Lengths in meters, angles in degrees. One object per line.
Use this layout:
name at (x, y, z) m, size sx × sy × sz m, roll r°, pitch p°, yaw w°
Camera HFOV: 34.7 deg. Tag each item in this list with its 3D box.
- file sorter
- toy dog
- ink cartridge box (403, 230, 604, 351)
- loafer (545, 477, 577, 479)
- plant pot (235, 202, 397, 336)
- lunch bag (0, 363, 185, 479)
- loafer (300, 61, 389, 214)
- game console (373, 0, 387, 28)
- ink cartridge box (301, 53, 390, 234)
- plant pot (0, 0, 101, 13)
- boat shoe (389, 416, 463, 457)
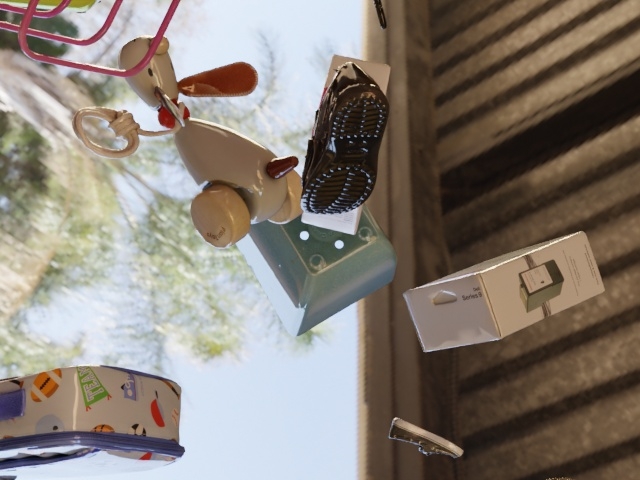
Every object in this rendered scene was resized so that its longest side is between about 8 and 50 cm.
file sorter at (-0.293, -0.315, 1.030) m, size 0.290 × 0.202 × 0.182 m, roll 37°, pitch -74°, yaw 23°
toy dog at (-0.139, -0.147, 1.358) m, size 0.161 × 0.333 × 0.220 m, roll -42°, pitch -167°, yaw 44°
ink cartridge box at (0.327, 0.093, 1.837) m, size 0.289 × 0.122 × 0.211 m, roll -18°, pitch 178°, yaw -36°
loafer at (0.241, 0.376, 1.341) m, size 0.251 × 0.094 × 0.087 m, roll -32°, pitch -170°, yaw 14°
plant pot at (0.000, 0.000, 1.931) m, size 0.247 × 0.248 × 0.252 m, roll -29°, pitch 171°, yaw -13°
lunch bag at (-0.328, 0.219, 1.189) m, size 0.303 × 0.243 × 0.115 m, roll -14°, pitch -109°, yaw 26°
loafer at (0.027, -0.110, 1.140) m, size 0.220 × 0.080 × 0.078 m, roll 113°, pitch -26°, yaw -51°
game console at (0.066, -0.408, 1.743) m, size 0.071 × 0.107 × 0.122 m, roll -15°, pitch -164°, yaw 8°
ink cartridge box at (0.039, -0.151, 1.662) m, size 0.237 × 0.100 × 0.172 m, roll 99°, pitch 4°, yaw -54°
plant pot at (-0.418, -0.462, 1.548) m, size 0.227 × 0.228 × 0.207 m, roll -105°, pitch -161°, yaw -70°
boat shoe at (0.192, 0.371, 1.885) m, size 0.049 × 0.142 × 0.040 m, roll 123°, pitch -8°, yaw -81°
